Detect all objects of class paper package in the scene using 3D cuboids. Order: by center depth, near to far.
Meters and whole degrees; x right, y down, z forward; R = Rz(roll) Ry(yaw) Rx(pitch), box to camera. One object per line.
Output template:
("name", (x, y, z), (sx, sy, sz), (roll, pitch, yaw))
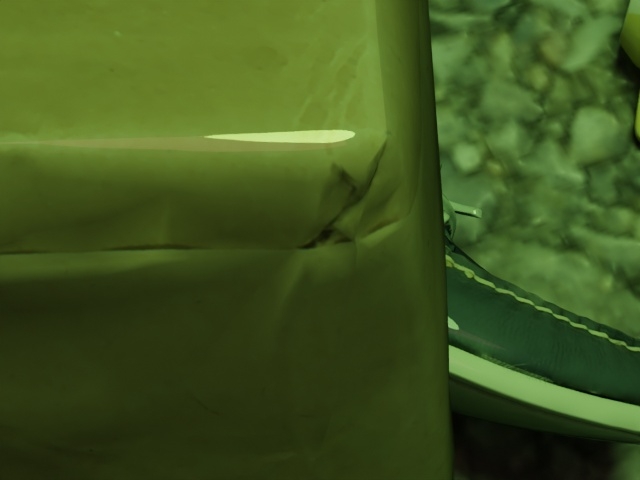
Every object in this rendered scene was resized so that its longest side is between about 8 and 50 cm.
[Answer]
("paper package", (-0.126, -0.065, 0.478), (0.309, 0.168, 0.325), (-2, 45, -1))

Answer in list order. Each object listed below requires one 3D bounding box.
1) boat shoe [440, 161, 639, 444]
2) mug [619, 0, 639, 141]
("boat shoe", (0.000, 0.000, 0.595), (0.254, 0.095, 0.079), (18, 75, 10))
("mug", (0.144, -0.075, 0.668), (0.064, 0.062, 0.078), (17, 57, 8))
